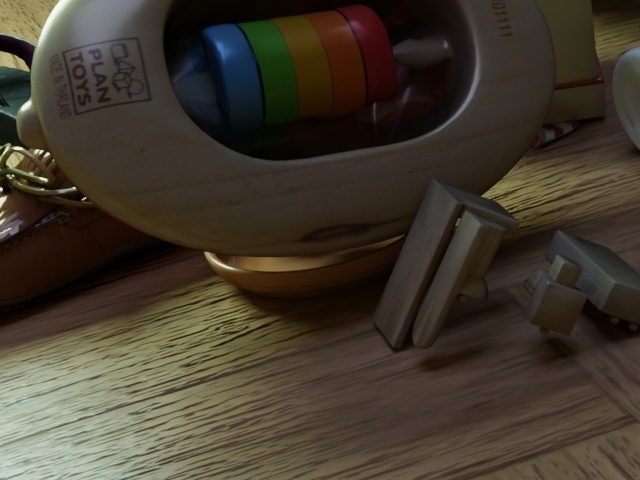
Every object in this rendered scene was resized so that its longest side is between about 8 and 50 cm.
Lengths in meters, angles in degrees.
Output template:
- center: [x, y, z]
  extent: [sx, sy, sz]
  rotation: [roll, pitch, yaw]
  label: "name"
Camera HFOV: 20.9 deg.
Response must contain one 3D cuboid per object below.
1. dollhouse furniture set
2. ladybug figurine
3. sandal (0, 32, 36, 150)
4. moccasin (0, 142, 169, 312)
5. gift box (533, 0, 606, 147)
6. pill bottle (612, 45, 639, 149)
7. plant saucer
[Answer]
- center: [0.147, 0.053, 1.315]
  extent: [0.151, 0.123, 0.144]
  rotation: [18, 14, -21]
  label: "dollhouse furniture set"
- center: [-0.029, -0.121, 1.431]
  extent: [0.449, 0.305, 0.162]
  rotation: [-7, -19, -17]
  label: "ladybug figurine"
- center: [-0.372, -0.186, 2.019]
  extent: [0.446, 0.107, 0.167]
  rotation: [9, 30, 40]
  label: "sandal"
- center: [-0.234, -0.036, 1.553]
  extent: [0.380, 0.147, 0.139]
  rotation: [-19, 24, -15]
  label: "moccasin"
- center: [0.139, -0.228, 1.695]
  extent: [0.255, 0.258, 0.276]
  rotation: [-6, 43, 9]
  label: "gift box"
- center: [0.366, -0.148, 1.568]
  extent: [0.180, 0.108, 0.108]
  rotation: [-22, 25, -21]
  label: "pill bottle"
- center: [0.000, 0.000, 1.497]
  extent: [0.200, 0.037, 0.200]
  rotation: [-10, 22, 4]
  label: "plant saucer"
